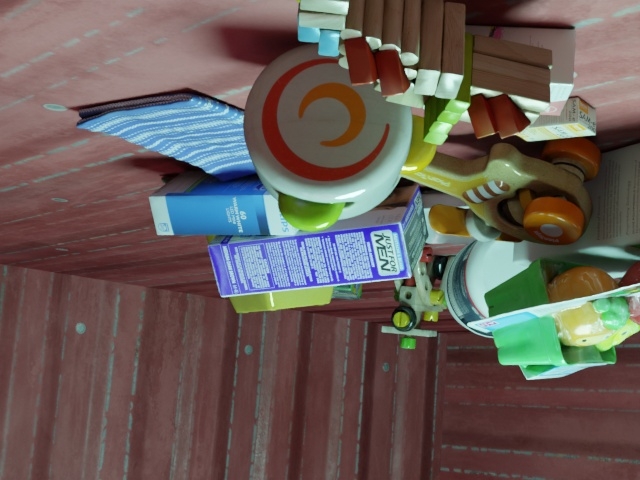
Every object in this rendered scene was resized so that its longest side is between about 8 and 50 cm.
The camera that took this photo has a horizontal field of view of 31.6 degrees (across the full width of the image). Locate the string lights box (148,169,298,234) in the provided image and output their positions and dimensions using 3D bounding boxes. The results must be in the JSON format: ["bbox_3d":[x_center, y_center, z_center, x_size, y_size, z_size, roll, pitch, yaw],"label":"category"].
[{"bbox_3d":[-0.142,-0.067,1.911,0.259,0.077,0.133,1,-157,25],"label":"string lights box"}]

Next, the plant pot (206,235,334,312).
[{"bbox_3d":[-0.083,0.043,2.242,0.212,0.187,0.212,-5,177,-34],"label":"plant pot"}]

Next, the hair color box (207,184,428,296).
[{"bbox_3d":[0.000,0.000,1.931,0.338,0.110,0.185,-5,-159,17],"label":"hair color box"}]

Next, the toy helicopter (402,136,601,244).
[{"bbox_3d":[0.220,-0.078,1.661,0.355,0.140,0.235,19,154,3],"label":"toy helicopter"}]

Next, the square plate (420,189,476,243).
[{"bbox_3d":[0.283,-0.045,2.098,0.344,0.049,0.347,-1,169,32],"label":"square plate"}]

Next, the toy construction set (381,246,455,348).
[{"bbox_3d":[0.273,0.139,2.622,0.308,0.237,0.257,3,170,5],"label":"toy construction set"}]

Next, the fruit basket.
[{"bbox_3d":[0.430,0.099,1.603,0.353,0.165,0.327,-11,170,31],"label":"fruit basket"}]

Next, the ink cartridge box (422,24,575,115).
[{"bbox_3d":[0.173,-0.187,1.247,0.198,0.067,0.115,4,170,5],"label":"ink cartridge box"}]

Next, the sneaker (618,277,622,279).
[{"bbox_3d":[0.598,0.035,2.205,0.139,0.125,0.341,-1,168,42],"label":"sneaker"}]

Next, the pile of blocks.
[{"bbox_3d":[0.070,-0.165,1.078,0.362,0.113,0.149,24,148,-32],"label":"pile of blocks"}]

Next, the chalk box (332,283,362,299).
[{"bbox_3d":[0.020,0.052,2.548,0.132,0.132,0.213,4,169,10],"label":"chalk box"}]

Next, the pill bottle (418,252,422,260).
[{"bbox_3d":[0.131,0.004,2.279,0.108,0.108,0.180,-2,169,32],"label":"pill bottle"}]

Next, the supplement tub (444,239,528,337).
[{"bbox_3d":[0.336,0.079,2.080,0.191,0.191,0.272,5,170,-4],"label":"supplement tub"}]

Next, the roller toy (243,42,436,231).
[{"bbox_3d":[0.012,-0.125,1.325,0.209,0.191,0.146,-35,170,-4],"label":"roller toy"}]

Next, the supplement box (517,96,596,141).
[{"bbox_3d":[0.300,-0.156,1.468,0.098,0.036,0.062,-3,169,36],"label":"supplement box"}]

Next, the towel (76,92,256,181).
[{"bbox_3d":[-0.166,-0.150,1.707,0.243,0.040,0.336,-4,167,37],"label":"towel"}]

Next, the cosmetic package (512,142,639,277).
[{"bbox_3d":[0.476,-0.042,1.715,0.197,0.155,0.365,10,168,-24],"label":"cosmetic package"}]

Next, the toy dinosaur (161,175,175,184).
[{"bbox_3d":[-0.153,-0.080,2.064,0.268,0.064,0.118,-1,163,9],"label":"toy dinosaur"}]
